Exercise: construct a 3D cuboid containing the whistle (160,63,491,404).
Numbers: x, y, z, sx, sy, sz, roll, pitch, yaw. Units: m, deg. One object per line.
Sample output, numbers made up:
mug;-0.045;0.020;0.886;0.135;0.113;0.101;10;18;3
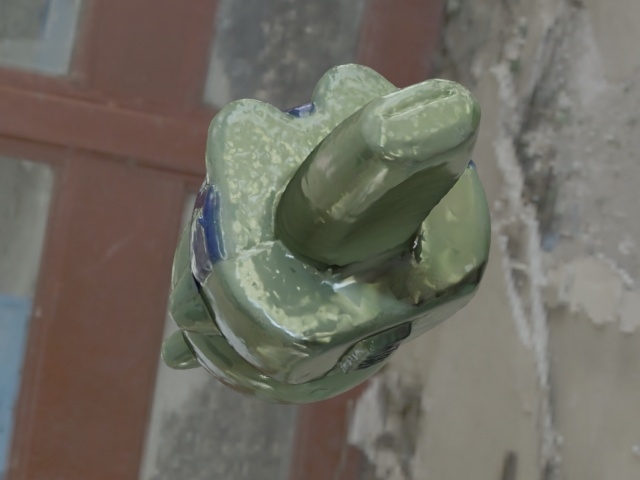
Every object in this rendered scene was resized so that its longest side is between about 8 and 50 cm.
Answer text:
whistle;0.000;0.000;0.502;0.244;0.110;0.092;121;128;-69
